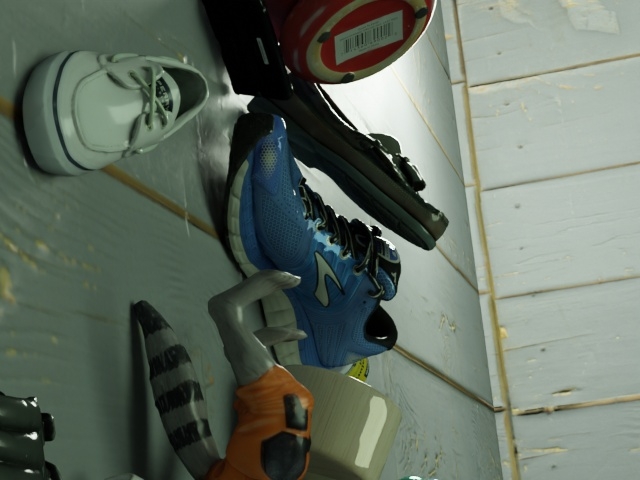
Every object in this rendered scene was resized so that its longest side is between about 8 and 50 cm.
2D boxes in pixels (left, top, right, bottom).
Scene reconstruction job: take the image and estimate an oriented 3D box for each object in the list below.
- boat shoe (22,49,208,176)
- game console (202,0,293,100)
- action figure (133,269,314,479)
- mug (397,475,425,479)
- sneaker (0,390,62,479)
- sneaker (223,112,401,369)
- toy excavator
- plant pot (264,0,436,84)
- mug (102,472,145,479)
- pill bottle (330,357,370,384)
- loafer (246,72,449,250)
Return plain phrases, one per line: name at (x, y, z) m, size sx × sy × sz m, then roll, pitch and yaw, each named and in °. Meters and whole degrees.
boat shoe at (-0.137, -0.102, 0.983) m, size 0.226 × 0.076 × 0.083 m, roll -60°, pitch 139°, yaw -71°
game console at (-0.069, -0.211, 1.392) m, size 0.071 × 0.107 × 0.122 m, roll -51°, pitch 137°, yaw -35°
action figure at (-0.064, 0.217, 1.045) m, size 0.341 × 0.178 × 0.330 m, roll 130°, pitch -37°, yaw -70°
mug at (0.095, 0.359, 1.586) m, size 0.129 × 0.097 × 0.157 m, roll 44°, pitch 56°, yaw -39°
sneaker at (-0.145, 0.160, 0.687) m, size 0.296 × 0.104 × 0.147 m, roll 53°, pitch 36°, yaw -57°
sneaker at (0.000, 0.000, 1.370) m, size 0.330 × 0.147 × 0.130 m, roll 68°, pitch 18°, yaw -44°
toy excavator at (0.122, 0.309, 1.390) m, size 0.433 × 0.445 × 0.222 m, roll 109°, pitch 3°, yaw -64°
plant pot at (0.012, -0.268, 1.402) m, size 0.174 × 0.191 × 0.191 m, roll 62°, pitch 2°, yaw 29°
mug at (-0.124, 0.186, 0.884) m, size 0.078 × 0.062 × 0.064 m, roll -71°, pitch 142°, yaw -78°
pill bottle at (0.019, 0.136, 1.551) m, size 0.116 × 0.065 × 0.065 m, roll 52°, pitch 32°, yaw -67°
loafer at (0.036, -0.093, 1.398) m, size 0.267 × 0.084 × 0.096 m, roll 38°, pitch -8°, yaw 32°
